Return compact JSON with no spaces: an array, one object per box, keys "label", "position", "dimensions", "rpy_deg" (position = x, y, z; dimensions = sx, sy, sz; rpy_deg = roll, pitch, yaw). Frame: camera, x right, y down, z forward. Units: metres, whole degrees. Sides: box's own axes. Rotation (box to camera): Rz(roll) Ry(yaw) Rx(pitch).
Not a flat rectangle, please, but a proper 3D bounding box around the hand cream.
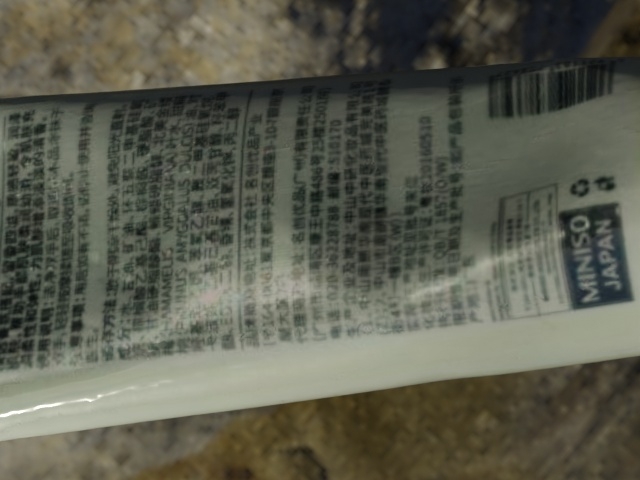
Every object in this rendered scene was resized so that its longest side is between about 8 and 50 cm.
[{"label":"hand cream","position":[0.000,0.000,0.552],"dimensions":[0.078,0.341,0.124],"rpy_deg":[50,38,-65]}]
